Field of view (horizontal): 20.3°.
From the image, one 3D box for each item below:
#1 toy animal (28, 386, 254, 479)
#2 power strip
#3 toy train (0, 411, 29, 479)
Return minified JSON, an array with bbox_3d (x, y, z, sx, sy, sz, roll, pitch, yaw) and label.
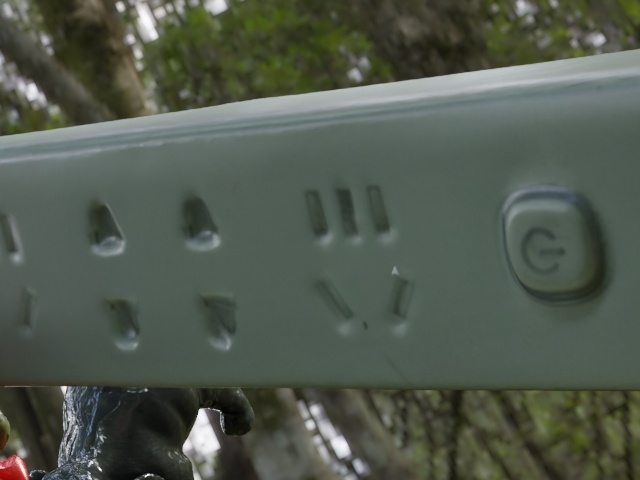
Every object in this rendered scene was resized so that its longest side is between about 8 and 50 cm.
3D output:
[{"bbox_3d":[-0.112,0.148,0.999,0.082,0.269,0.137,-5,-51,23],"label":"toy animal"},{"bbox_3d":[0.000,0.000,0.564,0.385,0.091,0.062,-4,10,42],"label":"power strip"},{"bbox_3d":[-0.196,0.093,0.666,0.131,0.083,0.204,-30,-40,11],"label":"toy train"}]
